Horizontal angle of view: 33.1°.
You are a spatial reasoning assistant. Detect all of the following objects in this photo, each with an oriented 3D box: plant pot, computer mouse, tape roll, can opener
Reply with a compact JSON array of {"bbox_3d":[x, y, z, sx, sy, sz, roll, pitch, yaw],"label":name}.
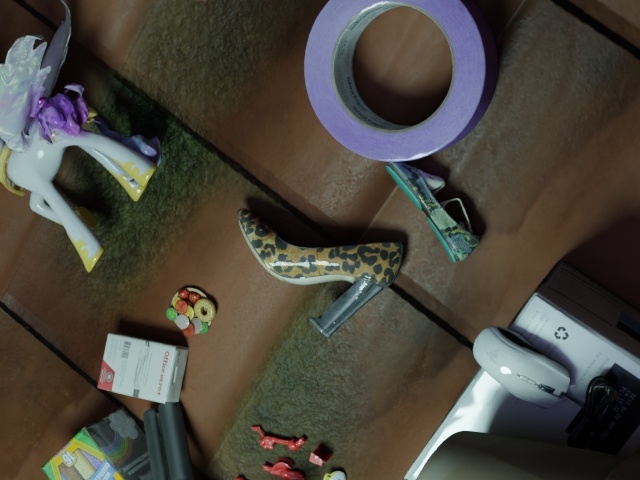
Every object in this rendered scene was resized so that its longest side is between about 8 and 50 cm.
[{"bbox_3d":[0.259,0.375,1.313,0.280,0.323,0.323,20,107,32],"label":"plant pot"},{"bbox_3d":[0.279,0.183,1.382,0.193,0.042,0.106,31,111,12],"label":"computer mouse"},{"bbox_3d":[0.118,-0.256,1.588,0.274,0.090,0.275,5,103,21],"label":"tape roll"},{"bbox_3d":[-0.233,0.415,1.831,0.076,0.095,0.283,-31,56,24],"label":"can opener"}]

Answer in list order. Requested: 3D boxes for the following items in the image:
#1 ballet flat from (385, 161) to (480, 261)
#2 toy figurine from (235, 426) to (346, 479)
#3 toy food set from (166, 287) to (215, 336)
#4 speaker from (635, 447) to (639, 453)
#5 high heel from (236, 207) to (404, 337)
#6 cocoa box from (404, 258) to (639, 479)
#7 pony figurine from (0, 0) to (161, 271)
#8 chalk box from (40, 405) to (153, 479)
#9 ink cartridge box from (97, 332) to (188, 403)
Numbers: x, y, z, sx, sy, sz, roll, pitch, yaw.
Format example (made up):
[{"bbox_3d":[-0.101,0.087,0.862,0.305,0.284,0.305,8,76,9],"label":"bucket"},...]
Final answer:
[{"bbox_3d":[0.175,-0.057,1.626,0.070,0.070,0.188,-36,88,24],"label":"ballet flat"},{"bbox_3d":[-0.115,0.511,1.759,0.191,0.217,0.363,22,107,16],"label":"toy figurine"},{"bbox_3d":[-0.220,0.122,1.832,0.083,0.020,0.083,36,111,11],"label":"toy food set"},{"bbox_3d":[0.557,0.210,1.484,0.131,0.131,0.296,34,111,12],"label":"speaker"},{"bbox_3d":[0.000,0.000,1.704,0.186,0.093,0.261,-43,74,5],"label":"high heel"},{"bbox_3d":[0.324,0.242,1.525,0.231,0.228,0.347,35,111,11],"label":"cocoa box"},{"bbox_3d":[-0.445,-0.176,1.747,0.363,0.303,0.351,34,111,-7],"label":"pony figurine"},{"bbox_3d":[-0.353,0.425,1.884,0.132,0.132,0.213,-41,83,23],"label":"chalk box"},{"bbox_3d":[-0.304,0.219,1.853,0.135,0.056,0.099,10,86,20],"label":"ink cartridge box"}]
